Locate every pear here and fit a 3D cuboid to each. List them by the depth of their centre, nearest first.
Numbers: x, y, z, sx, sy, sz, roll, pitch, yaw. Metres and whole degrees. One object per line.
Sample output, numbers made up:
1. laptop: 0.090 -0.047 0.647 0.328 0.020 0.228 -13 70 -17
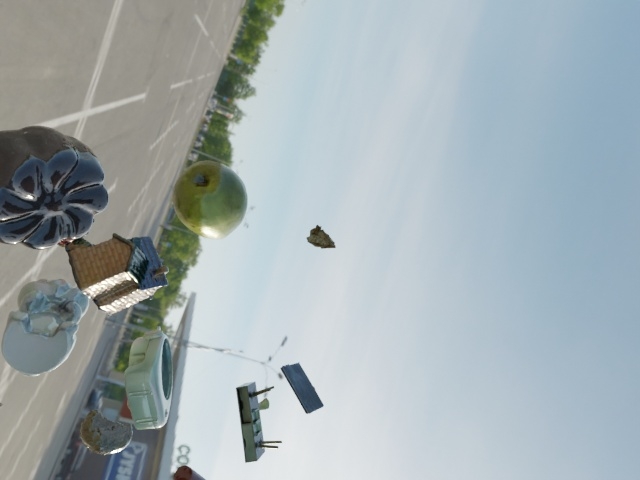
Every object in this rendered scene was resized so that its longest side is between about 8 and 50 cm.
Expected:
1. pear: -0.370 -0.131 1.686 0.307 0.253 0.252 80 19 -60

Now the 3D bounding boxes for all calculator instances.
1. calculator: -0.087 0.718 2.418 0.021 0.161 0.261 -42 -114 21

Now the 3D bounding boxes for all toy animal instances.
1. toy animal: -0.836 0.236 1.521 0.241 0.196 0.367 -57 -152 25

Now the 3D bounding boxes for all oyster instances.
1. oyster: 0.001 0.000 1.780 0.086 0.029 0.132 -43 -128 17

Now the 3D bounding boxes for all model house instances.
1. model house: -0.451 0.055 1.136 0.183 0.172 0.166 92 -24 -71

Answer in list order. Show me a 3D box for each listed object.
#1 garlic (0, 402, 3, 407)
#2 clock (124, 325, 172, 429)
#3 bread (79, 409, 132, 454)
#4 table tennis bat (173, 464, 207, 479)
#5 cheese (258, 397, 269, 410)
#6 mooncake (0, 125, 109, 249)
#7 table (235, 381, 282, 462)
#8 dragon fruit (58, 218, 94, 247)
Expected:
1. garlic: -1.065 0.522 1.463 0.195 0.102 0.086 -41 157 -54
2. clock: -0.573 0.445 1.681 0.324 0.109 0.265 -109 -164 -61
3. bread: -0.480 0.433 1.097 0.060 0.113 0.082 -45 -159 22
4. table tennis bat: -0.240 0.693 1.270 0.268 0.414 0.051 10 -130 41
5. cheese: -0.227 0.608 1.829 0.030 0.083 0.044 4 -90 58
6. mooncake: -0.654 -0.115 1.160 0.306 0.154 0.306 -40 152 -26
7. table: -0.202 0.600 1.666 0.121 0.111 0.239 54 26 -80
8. dragon fruit: -0.887 -0.054 1.722 0.172 0.167 0.159 18 -73 46
